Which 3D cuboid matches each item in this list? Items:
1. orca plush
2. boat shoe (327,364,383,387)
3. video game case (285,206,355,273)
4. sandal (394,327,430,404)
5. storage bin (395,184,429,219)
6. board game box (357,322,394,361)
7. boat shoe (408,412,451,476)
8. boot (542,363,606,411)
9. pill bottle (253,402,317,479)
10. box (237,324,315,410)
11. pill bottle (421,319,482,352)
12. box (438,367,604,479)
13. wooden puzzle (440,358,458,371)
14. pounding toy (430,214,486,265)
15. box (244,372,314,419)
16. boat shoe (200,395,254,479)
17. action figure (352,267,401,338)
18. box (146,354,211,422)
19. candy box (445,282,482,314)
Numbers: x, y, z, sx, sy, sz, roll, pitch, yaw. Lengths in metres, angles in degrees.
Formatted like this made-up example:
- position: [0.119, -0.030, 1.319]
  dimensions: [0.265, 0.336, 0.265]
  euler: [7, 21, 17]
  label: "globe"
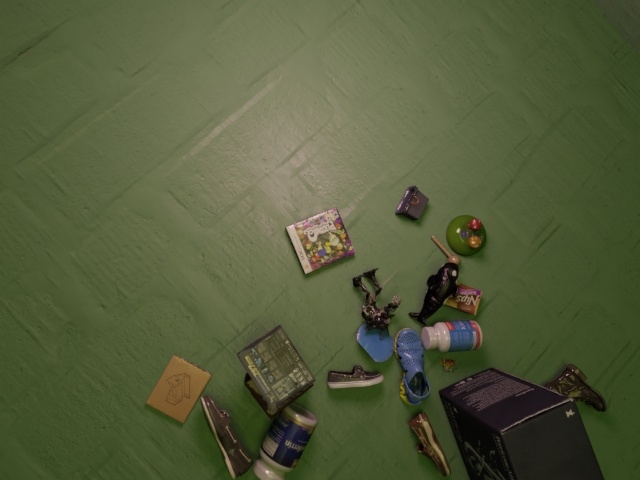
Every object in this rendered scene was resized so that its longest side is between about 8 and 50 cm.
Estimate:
- position: [0.458, 0.206, 1.664]
  dimensions: [0.102, 0.151, 0.287]
  euler: [26, 111, -40]
  label: "orca plush"
- position: [0.140, 0.541, 1.624]
  dimensions: [0.229, 0.080, 0.076]
  euler: [-4, 87, -2]
  label: "boat shoe"
- position: [0.000, 0.000, 1.669]
  dimensions: [0.232, 0.042, 0.210]
  euler: [-22, 89, -10]
  label: "video game case"
- position: [0.381, 0.515, 1.631]
  dimensions: [0.126, 0.138, 0.317]
  euler: [-8, 84, -8]
  label: "sandal"
- position: [0.401, -0.154, 1.726]
  dimensions: [0.091, 0.098, 0.135]
  euler: [30, 81, -15]
  label: "storage bin"
- position: [0.223, 0.417, 1.663]
  dimensions: [0.133, 0.033, 0.168]
  euler: [-37, 81, -33]
  label: "board game box"
- position: [0.436, 0.835, 1.639]
  dimensions: [0.095, 0.095, 0.257]
  euler: [-25, 82, 3]
  label: "boat shoe"
- position: [1.076, 0.691, 1.756]
  dimensions: [0.229, 0.091, 0.263]
  euler: [-38, 87, -5]
  label: "boot"
- position: [-0.135, 0.762, 1.517]
  dimensions: [0.153, 0.153, 0.264]
  euler: [29, 82, -5]
  label: "pill bottle"
- position: [-0.155, 0.445, 1.422]
  dimensions: [0.183, 0.059, 0.232]
  euler: [-33, 88, -11]
  label: "box"
- position: [0.540, 0.398, 1.672]
  dimensions: [0.222, 0.124, 0.124]
  euler: [-2, 85, -10]
  label: "pill bottle"
- position: [0.733, 0.788, 1.488]
  dimensions: [0.298, 0.472, 0.479]
  euler: [-19, 87, -10]
  label: "box"
- position: [0.547, 0.532, 1.719]
  dimensions: [0.083, 0.006, 0.049]
  euler: [10, 83, -8]
  label: "wooden puzzle"
- position: [0.628, -0.012, 1.734]
  dimensions: [0.237, 0.110, 0.183]
  euler: [-33, 90, -11]
  label: "pounding toy"
- position: [-0.158, 0.525, 1.528]
  dimensions: [0.203, 0.168, 0.167]
  euler: [-37, 90, -10]
  label: "box"
- position: [-0.353, 0.723, 1.519]
  dimensions: [0.096, 0.112, 0.335]
  euler: [-23, 94, -28]
  label: "boat shoe"
- position: [0.229, 0.260, 1.631]
  dimensions: [0.164, 0.141, 0.275]
  euler: [-21, 86, -22]
  label: "action figure"
- position: [-0.540, 0.565, 1.540]
  dimensions: [0.164, 0.021, 0.201]
  euler: [30, 81, -5]
  label: "box"
- position: [0.586, 0.239, 1.732]
  dimensions: [0.187, 0.053, 0.109]
  euler: [21, 82, -5]
  label: "candy box"
